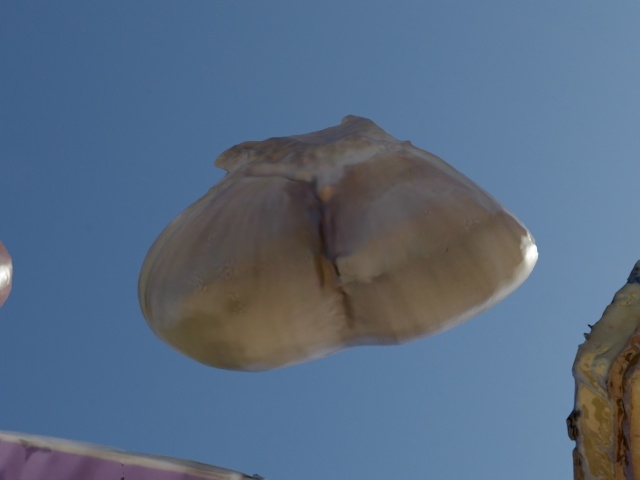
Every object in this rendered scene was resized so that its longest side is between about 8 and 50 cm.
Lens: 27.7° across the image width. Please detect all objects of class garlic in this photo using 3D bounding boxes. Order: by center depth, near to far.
[{"bbox_3d":[0.005,0.011,0.585,0.174,0.124,0.099,-18,-65,-11],"label":"garlic"}]

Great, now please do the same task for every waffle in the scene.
[{"bbox_3d":[0.348,0.187,1.281,0.261,0.114,0.376,-51,-40,-41],"label":"waffle"}]

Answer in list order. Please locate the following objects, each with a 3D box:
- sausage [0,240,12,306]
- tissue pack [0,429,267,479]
[{"bbox_3d":[-0.271,0.059,0.745,0.098,0.238,0.098,16,-49,19],"label":"sausage"},{"bbox_3d":[-0.126,0.258,0.573,0.160,0.242,0.338,11,-107,-6],"label":"tissue pack"}]
